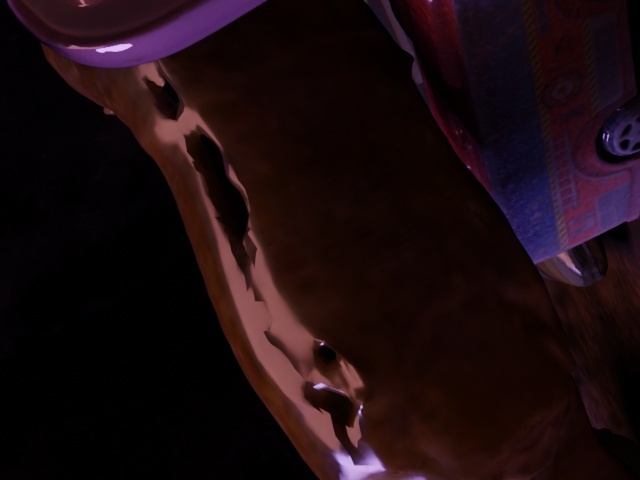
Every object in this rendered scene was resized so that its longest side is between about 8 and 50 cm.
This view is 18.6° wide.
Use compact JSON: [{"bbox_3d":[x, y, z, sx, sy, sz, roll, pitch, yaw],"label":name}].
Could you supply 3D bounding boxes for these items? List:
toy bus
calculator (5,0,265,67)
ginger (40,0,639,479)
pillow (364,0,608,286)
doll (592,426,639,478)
[{"bbox_3d":[0.068,-0.068,0.652,0.065,0.077,0.192,56,172,36],"label":"toy bus"},{"bbox_3d":[-0.036,-0.155,0.639,0.043,0.194,0.294,56,-177,-40],"label":"calculator"},{"bbox_3d":[0.000,-0.009,0.648,0.309,0.107,0.133,55,160,17],"label":"ginger"},{"bbox_3d":[0.051,-0.076,0.891,0.208,0.052,0.212,61,176,-5],"label":"pillow"},{"bbox_3d":[0.112,0.206,0.833,0.247,0.247,0.349,65,168,-13],"label":"doll"}]
